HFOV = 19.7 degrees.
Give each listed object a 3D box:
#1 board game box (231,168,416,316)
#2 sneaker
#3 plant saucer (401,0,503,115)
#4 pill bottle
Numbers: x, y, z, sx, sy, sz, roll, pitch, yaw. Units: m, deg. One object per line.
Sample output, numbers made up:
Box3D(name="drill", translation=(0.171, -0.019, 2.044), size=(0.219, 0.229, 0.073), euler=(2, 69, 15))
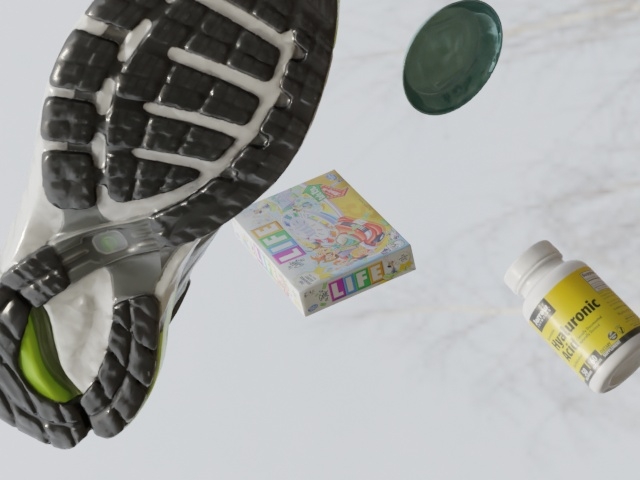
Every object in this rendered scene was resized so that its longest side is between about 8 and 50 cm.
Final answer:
Box3D(name="board game box", translation=(0.000, 0.000, 1.553), size=(0.103, 0.154, 0.026), euler=(-24, -56, -14))
Box3D(name="sneaker", translation=(-0.078, -0.044, 0.839), size=(0.111, 0.300, 0.121), euler=(28, -144, -10))
Box3D(name="plant saucer", translation=(0.119, -0.175, 1.730), size=(0.119, 0.021, 0.119), euler=(-22, -48, -27))
Box3D(name="pill bottle", translation=(0.196, 0.056, 1.409), size=(0.116, 0.065, 0.065), euler=(48, -150, 22))
